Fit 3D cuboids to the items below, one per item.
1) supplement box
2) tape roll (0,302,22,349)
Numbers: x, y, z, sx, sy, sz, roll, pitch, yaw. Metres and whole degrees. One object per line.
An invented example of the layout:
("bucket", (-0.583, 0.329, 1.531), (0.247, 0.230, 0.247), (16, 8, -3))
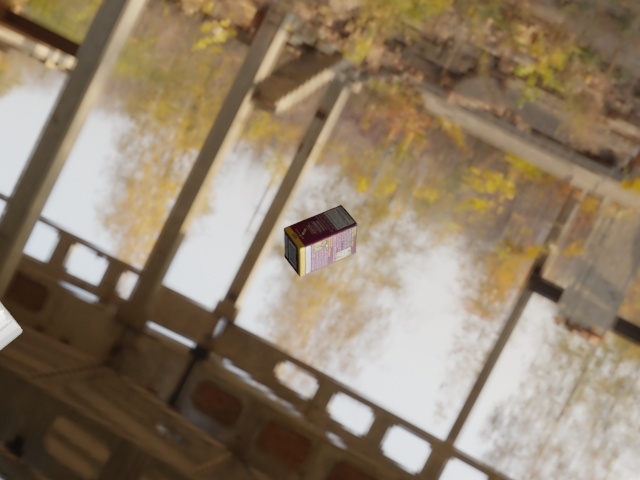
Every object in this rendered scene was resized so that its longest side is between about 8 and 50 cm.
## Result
("supplement box", (0.000, 0.000, 1.444), (0.083, 0.055, 0.043), (-22, -130, -21))
("tape roll", (-0.648, 0.085, 2.050), (0.286, 0.100, 0.286), (44, 163, 17))
